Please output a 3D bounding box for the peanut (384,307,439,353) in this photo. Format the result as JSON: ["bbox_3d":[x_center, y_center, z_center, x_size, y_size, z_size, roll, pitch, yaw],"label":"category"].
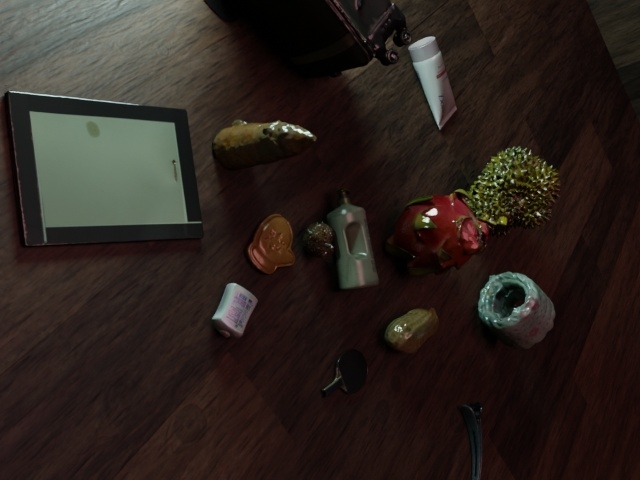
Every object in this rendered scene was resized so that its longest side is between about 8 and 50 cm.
[{"bbox_3d":[0.232,0.221,1.613,0.194,0.083,0.094,-17,92,-45],"label":"peanut"}]

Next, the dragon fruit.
[{"bbox_3d":[0.295,-0.014,1.646,0.224,0.227,0.224,8,76,-34],"label":"dragon fruit"}]

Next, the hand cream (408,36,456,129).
[{"bbox_3d":[0.332,-0.457,1.896,0.133,0.083,0.248,-50,124,-37],"label":"hand cream"}]

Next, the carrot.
[{"bbox_3d":[-0.101,-0.188,1.277,0.101,0.263,0.102,-2,92,-43],"label":"carrot"}]

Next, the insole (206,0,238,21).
[{"bbox_3d":[-0.252,-0.572,1.404,0.232,0.003,0.080,56,48,-18],"label":"insole"}]

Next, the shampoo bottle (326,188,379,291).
[{"bbox_3d":[0.069,-0.005,1.509,0.118,0.087,0.235,-2,80,-61],"label":"shampoo bottle"}]

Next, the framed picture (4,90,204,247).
[{"bbox_3d":[-0.370,-0.123,1.168,0.346,0.016,0.265,-5,83,-44],"label":"framed picture"}]

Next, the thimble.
[{"bbox_3d":[0.556,0.193,1.876,0.149,0.185,0.211,42,20,-31],"label":"thimble"}]

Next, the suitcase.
[{"bbox_3d":[-0.030,-0.536,1.422,0.434,0.283,0.194,46,69,-28],"label":"suitcase"}]

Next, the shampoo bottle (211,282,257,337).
[{"bbox_3d":[-0.169,0.142,1.274,0.072,0.043,0.099,40,55,-29],"label":"shampoo bottle"}]

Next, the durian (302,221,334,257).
[{"bbox_3d":[0.000,0.000,1.444,0.080,0.091,0.080,-5,101,-29],"label":"durian"}]

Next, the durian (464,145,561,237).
[{"bbox_3d":[0.548,-0.131,1.902,0.293,0.258,0.258,-47,116,-9],"label":"durian"}]

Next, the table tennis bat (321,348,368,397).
[{"bbox_3d":[0.056,0.305,1.472,0.158,0.014,0.095,-29,101,-46],"label":"table tennis bat"}]

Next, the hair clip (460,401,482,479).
[{"bbox_3d":[0.411,0.550,1.736,0.070,0.039,0.230,6,77,-44],"label":"hair clip"}]

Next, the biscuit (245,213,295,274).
[{"bbox_3d":[-0.096,0.013,1.392,0.118,0.023,0.140,42,53,-28],"label":"biscuit"}]
